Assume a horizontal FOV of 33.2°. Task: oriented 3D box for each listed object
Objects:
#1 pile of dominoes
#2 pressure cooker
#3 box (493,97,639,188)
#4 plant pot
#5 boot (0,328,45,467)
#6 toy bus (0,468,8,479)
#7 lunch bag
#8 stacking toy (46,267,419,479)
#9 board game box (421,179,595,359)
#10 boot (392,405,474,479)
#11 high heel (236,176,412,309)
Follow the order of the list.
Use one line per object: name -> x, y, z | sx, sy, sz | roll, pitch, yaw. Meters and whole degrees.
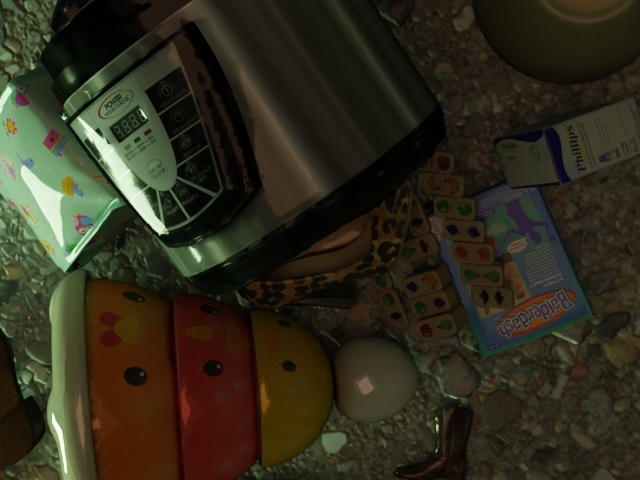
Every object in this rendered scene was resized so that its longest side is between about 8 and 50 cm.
pile of dominoes -> 0.126, 0.005, 1.412 | 0.196, 0.040, 0.251 | -20, 96, 37
pressure cooker -> -0.109, -0.193, 1.228 | 0.370, 0.375, 0.420 | -35, 98, -10
box -> 0.310, -0.119, 1.334 | 0.137, 0.126, 0.072 | -20, 96, -18
plant pot -> 0.300, -0.311, 1.256 | 0.256, 0.274, 0.256 | 1, 99, 10
boot -> -0.511, 0.219, 1.465 | 0.096, 0.280, 0.264 | -23, 94, 12
toy bus -> -0.571, 0.366, 1.588 | 0.191, 0.104, 0.202 | 21, 101, 6
lunch bag -> -0.345, -0.094, 1.452 | 0.223, 0.160, 0.262 | 49, 137, -1
stacking toy -> -0.107, 0.191, 1.430 | 0.480, 0.350, 0.350 | -6, 98, -9
board game box -> 0.250, 0.032, 1.432 | 0.160, 0.047, 0.210 | -23, 93, 12
boot -> 0.156, 0.279, 1.490 | 0.106, 0.037, 0.114 | 2, 102, -4
high heel -> 0.000, 0.000, 1.371 | 0.186, 0.093, 0.261 | 7, 135, -25
